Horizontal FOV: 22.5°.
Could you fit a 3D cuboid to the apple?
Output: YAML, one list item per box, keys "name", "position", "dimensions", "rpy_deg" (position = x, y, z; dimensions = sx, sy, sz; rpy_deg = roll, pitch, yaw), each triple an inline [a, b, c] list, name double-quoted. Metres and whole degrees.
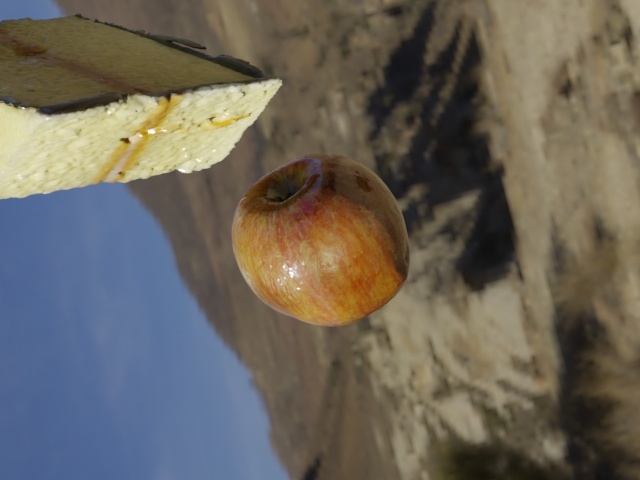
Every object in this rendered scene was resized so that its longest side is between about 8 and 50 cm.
- name: "apple"
  position: [0.000, 0.000, 1.955]
  dimensions: [0.211, 0.211, 0.188]
  rpy_deg: [-103, -13, -60]

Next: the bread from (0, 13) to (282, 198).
- name: "bread"
  position: [-0.324, -0.227, 1.995]
  dimensions: [0.405, 0.346, 0.242]
  rpy_deg: [53, 142, 20]
